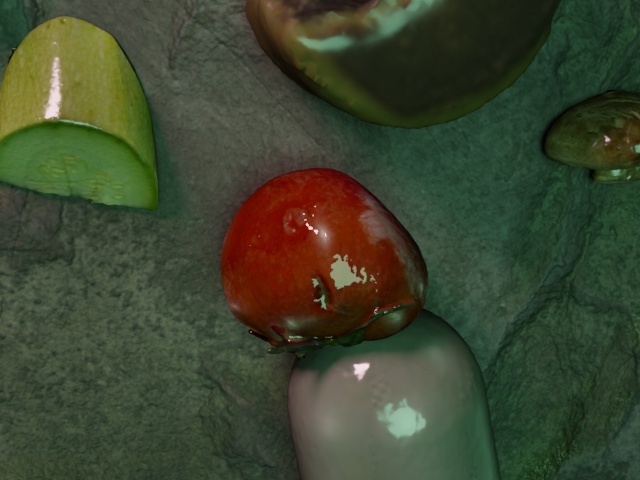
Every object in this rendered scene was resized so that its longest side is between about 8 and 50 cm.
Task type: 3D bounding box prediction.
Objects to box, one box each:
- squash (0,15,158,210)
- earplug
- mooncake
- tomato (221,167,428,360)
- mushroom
[{"bbox_3d":[-0.328,-0.176,1.035,0.236,0.155,0.204,9,140,-18],"label":"squash"},{"bbox_3d":[0.112,0.294,1.132,0.312,0.312,0.394,-13,106,-11],"label":"earplug"},{"bbox_3d":[0.103,-0.352,0.971,0.393,0.246,0.393,-7,115,-12],"label":"mooncake"},{"bbox_3d":[0.000,0.000,1.007,0.308,0.309,0.170,-18,152,-9],"label":"tomato"},{"bbox_3d":[0.518,-0.159,1.185,0.285,0.151,0.156,-4,105,-13],"label":"mushroom"}]
